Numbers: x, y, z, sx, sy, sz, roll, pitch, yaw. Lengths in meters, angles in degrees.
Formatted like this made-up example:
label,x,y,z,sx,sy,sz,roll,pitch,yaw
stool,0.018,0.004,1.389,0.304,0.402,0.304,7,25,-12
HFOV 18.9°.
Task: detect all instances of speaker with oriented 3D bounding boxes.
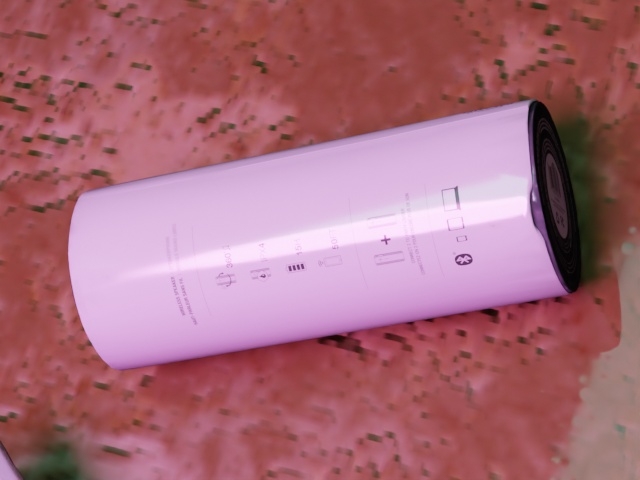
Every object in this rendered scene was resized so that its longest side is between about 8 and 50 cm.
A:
label,x,y,z,sx,sy,sz,roll,pitch,yaw
speaker,0.000,0.000,0.536,0.136,0.055,0.055,-11,68,17

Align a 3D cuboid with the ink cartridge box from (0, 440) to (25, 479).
label,x,y,z,sx,sy,sz,roll,pitch,yaw
ink cartridge box,-0.068,0.219,0.426,0.176,0.069,0.371,-20,60,-30
